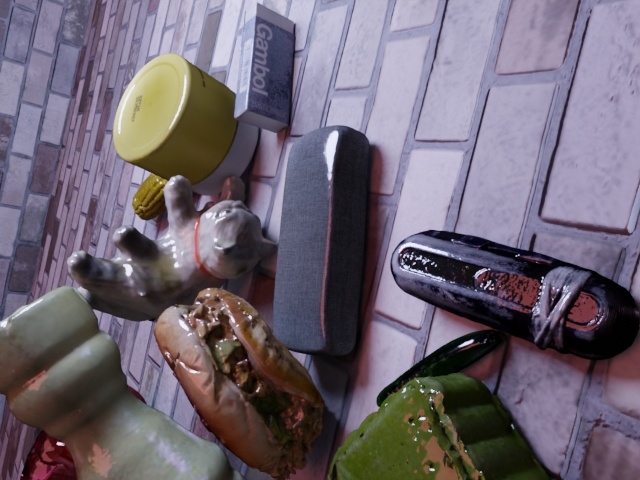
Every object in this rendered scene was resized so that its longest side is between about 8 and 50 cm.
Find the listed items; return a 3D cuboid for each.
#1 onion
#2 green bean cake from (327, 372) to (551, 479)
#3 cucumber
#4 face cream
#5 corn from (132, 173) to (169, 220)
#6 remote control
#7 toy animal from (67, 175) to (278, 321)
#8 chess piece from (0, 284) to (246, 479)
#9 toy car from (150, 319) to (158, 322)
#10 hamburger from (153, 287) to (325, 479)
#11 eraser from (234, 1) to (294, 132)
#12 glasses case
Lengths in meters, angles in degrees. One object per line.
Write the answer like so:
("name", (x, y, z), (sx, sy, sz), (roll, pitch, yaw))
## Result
("onion", (-0.442, 0.472, 1.060), (0.347, 0.285, 0.348), (19, -90, -90))
("green bean cake", (0.114, 0.261, 0.508), (0.200, 0.113, 0.214), (-53, 46, 28))
("cucumber", (0.128, 0.146, 0.585), (0.184, 0.033, 0.036), (-45, 31, 33))
("face cream", (-0.258, -0.217, 0.993), (0.218, 0.179, 0.218), (-13, 67, 33))
("corn", (-0.368, -0.121, 1.215), (0.261, 0.097, 0.097), (-28, 60, 43))
("remote control", (0.173, 0.046, 0.525), (0.266, 0.066, 0.090), (19, 100, 52))
("toy animal", (-0.237, 0.035, 0.873), (0.188, 0.308, 0.266), (35, 112, 34))
("chess piece", (-0.318, 0.288, 0.785), (0.234, 0.234, 0.442), (-32, 95, 42))
("toy car", (-0.317, 0.104, 1.100), (0.112, 0.112, 0.139), (-106, 34, -51))
("hamburger", (-0.106, 0.192, 0.717), (0.146, 0.286, 0.243), (-41, 2, -12))
("eraser", (-0.099, -0.310, 0.929), (0.046, 0.092, 0.213), (-11, 73, 50))
("glasses case", (0.000, 0.000, 0.744), (0.131, 0.074, 0.323), (-6, 77, 51))
